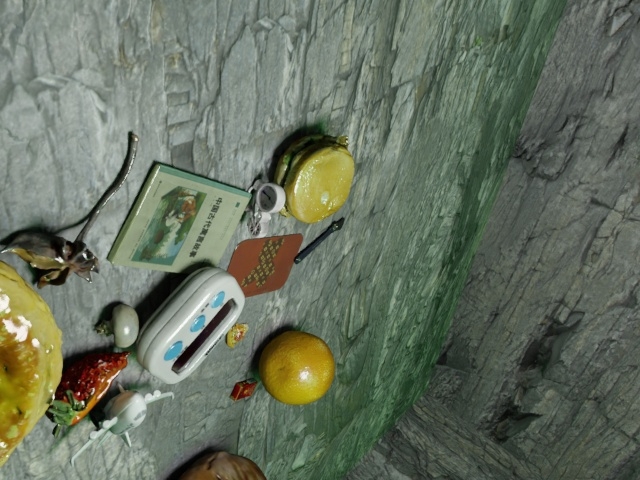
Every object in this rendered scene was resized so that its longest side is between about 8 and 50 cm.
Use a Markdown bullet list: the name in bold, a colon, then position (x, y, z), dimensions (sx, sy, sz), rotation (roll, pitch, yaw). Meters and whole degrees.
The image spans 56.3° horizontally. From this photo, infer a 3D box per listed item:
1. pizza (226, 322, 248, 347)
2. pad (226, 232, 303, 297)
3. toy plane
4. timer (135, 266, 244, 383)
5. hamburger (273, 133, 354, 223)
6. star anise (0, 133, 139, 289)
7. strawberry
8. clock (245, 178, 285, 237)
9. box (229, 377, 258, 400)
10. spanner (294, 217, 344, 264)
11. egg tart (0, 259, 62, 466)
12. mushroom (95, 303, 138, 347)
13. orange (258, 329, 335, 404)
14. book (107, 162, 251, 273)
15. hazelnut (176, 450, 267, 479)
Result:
- **pizza**: position (-0.213, 0.243, 1.567), dimensions (0.078, 0.025, 0.083), rotation (-35, 145, -31)
- **pad**: position (-0.146, 0.067, 1.513), dimensions (0.267, 0.004, 0.181), rotation (-9, 127, -55)
- **toy plane**: position (-0.418, 0.365, 1.261), dimensions (0.251, 0.101, 0.255), rotation (-31, 163, -38)
- **timer**: position (-0.279, 0.181, 1.289), dimensions (0.262, 0.087, 0.237), rotation (-50, 163, -17)
- **hamburger**: position (-0.026, -0.144, 1.359), dimensions (0.215, 0.122, 0.189), rotation (-36, 142, -28)
- **star anise**: position (-0.396, -0.051, 0.978), dimensions (0.148, 0.219, 0.227), rotation (34, 44, -34)
- **strawberry**: position (-0.452, 0.274, 1.138), dimensions (0.192, 0.085, 0.140), rotation (-53, 180, -12)
- **clock**: position (-0.128, -0.070, 1.307), dimensions (0.041, 0.087, 0.129), rotation (-1, 121, -53)
- **box**: position (-0.225, 0.437, 1.756), dimensions (0.082, 0.023, 0.051), rotation (3, 116, -59)
- **spanner**: position (0.000, 0.000, 1.662), dimensions (0.208, 0.012, 0.046), rotation (-42, 150, -28)
- **egg tart**: position (-0.560, 0.183, 0.757), dimensions (0.443, 0.178, 0.442), rotation (-29, 133, -36)
- **mushroom**: position (-0.396, 0.166, 1.162), dimensions (0.079, 0.085, 0.085), rotation (0, 131, -7)
- **orange**: position (-0.067, 0.367, 1.723), dimensions (0.236, 0.236, 0.236), rotation (-39, 147, -31)
- **book**: position (-0.269, -0.031, 1.191), dimensions (0.283, 0.025, 0.214), rotation (11, 110, -59)
- **hazelnut**: position (-0.306, 0.797, 1.719), dimensions (0.372, 0.316, 0.371), rotation (0, 90, -55)
